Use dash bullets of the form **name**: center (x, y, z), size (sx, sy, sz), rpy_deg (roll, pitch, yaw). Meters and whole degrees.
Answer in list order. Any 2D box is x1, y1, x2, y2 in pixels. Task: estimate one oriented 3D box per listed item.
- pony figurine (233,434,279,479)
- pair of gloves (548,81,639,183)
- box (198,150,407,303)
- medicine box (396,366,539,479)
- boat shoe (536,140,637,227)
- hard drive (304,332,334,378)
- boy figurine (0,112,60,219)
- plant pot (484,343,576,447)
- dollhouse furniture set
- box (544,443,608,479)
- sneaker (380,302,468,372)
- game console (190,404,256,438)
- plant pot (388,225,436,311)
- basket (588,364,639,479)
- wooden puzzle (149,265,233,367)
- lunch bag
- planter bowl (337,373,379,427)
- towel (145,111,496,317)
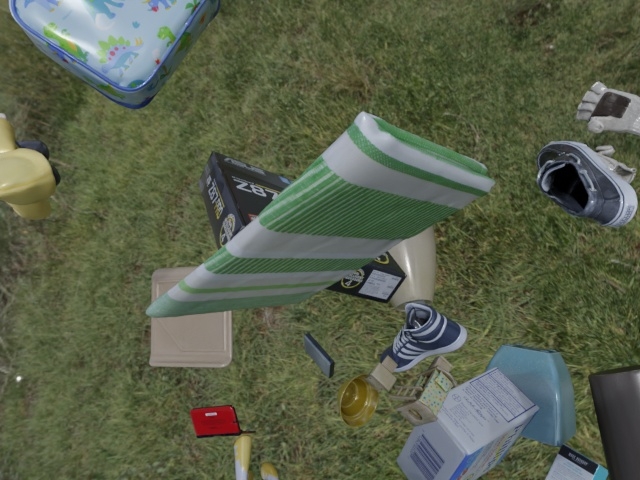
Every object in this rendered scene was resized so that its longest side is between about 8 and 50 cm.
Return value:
- **pony figurine**: center (-0.197, 0.714, 0.992), size (0.351, 0.303, 0.363), rpy_deg (-55, 30, 15)
- **pair of gloves**: center (0.658, -0.231, 0.998), size (0.204, 0.042, 0.240), rpy_deg (44, 110, 35)
- **box**: center (-0.043, -0.027, 0.925), size (0.097, 0.395, 0.318), rpy_deg (-59, 35, 20)
- **medicine box**: center (0.383, 0.513, 1.130), size (0.149, 0.289, 0.263), rpy_deg (47, 136, 42)
- **boat shoe**: center (0.487, -0.124, 0.854), size (0.301, 0.102, 0.108), rpy_deg (-88, 7, -55)
- **hard drive**: center (-0.005, 0.377, 1.406), size (0.135, 0.022, 0.094), rpy_deg (42, 147, 34)
- **boy figurine**: center (-0.480, -0.117, 0.687), size (0.285, 0.092, 0.177), rpy_deg (18, 126, 57)
- **plant pot**: center (0.656, 0.463, 1.353), size (0.247, 0.248, 0.252), rpy_deg (3, 82, 40)
- **dollhouse furniture set**: center (0.225, 0.296, 0.994), size (0.161, 0.182, 0.101), rpy_deg (43, 143, 5)
- **box**: center (0.629, 0.667, 1.102), size (0.244, 0.060, 0.100), rpy_deg (-57, 26, -8)
- **sneaker**: center (0.238, 0.264, 1.171), size (0.282, 0.153, 0.099), rpy_deg (-35, 30, 37)
- **game console**: center (-0.272, 0.506, 1.199), size (0.144, 0.085, 0.124), rpy_deg (-13, 94, 19)
- **plant pot**: center (0.297, 0.098, 1.494), size (0.256, 0.256, 0.274), rpy_deg (-24, 58, 29)
- **basket**: center (0.573, 0.337, 0.741), size (0.204, 0.154, 0.227), rpy_deg (-12, 71, 0)
- **wooden puzzle**: center (-0.309, 0.181, 1.035), size (0.221, 0.044, 0.238), rpy_deg (-4, 78, 16)
- **lunch bag**: center (-0.235, -0.291, 0.515), size (0.219, 0.176, 0.090), rpy_deg (-60, 16, -9)
- **planter bowl**: center (0.135, 0.644, 1.766), size (0.090, 0.217, 0.217), rpy_deg (6, 80, 52)
- **towel**: center (0.000, 0.000, 0.465), size (0.325, 0.248, 0.038), rpy_deg (-35, 67, 34)
